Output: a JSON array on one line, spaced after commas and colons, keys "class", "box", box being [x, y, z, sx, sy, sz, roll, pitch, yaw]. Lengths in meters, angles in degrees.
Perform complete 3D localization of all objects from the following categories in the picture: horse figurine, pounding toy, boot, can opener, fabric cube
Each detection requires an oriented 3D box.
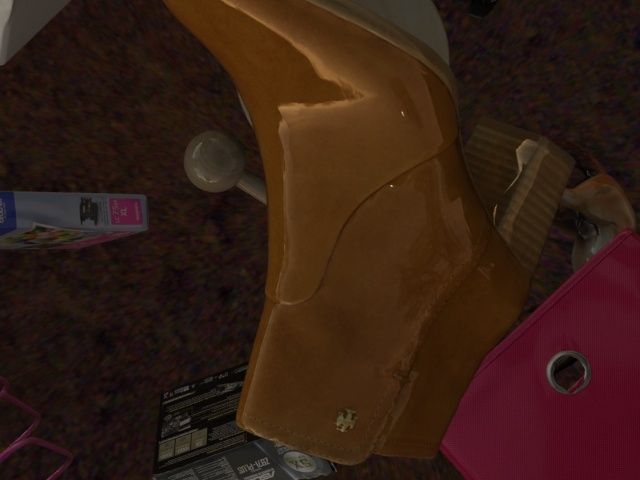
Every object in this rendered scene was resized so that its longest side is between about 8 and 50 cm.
[{"class": "horse figurine", "box": [0.238, 0.016, 1.114, 0.174, 0.066, 0.263, -14, 95, -21]}, {"class": "pounding toy", "box": [-0.003, -0.130, 1.034, 0.183, 0.110, 0.237, 26, 96, -16]}, {"class": "boot", "box": [0.000, 0.000, 0.617, 0.295, 0.104, 0.211, 27, 90, -35]}, {"class": "can opener", "box": [0.213, -0.361, 1.490, 0.073, 0.059, 0.186, 14, 136, -15]}, {"class": "fabric cube", "box": [0.288, 0.192, 1.058, 0.254, 0.259, 0.258, -44, 61, 4]}]

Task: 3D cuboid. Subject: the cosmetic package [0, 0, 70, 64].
[{"class": "cosmetic package", "box": [-0.200, -0.242, 0.874, 0.085, 0.231, 0.117, 27, 133, 3]}]

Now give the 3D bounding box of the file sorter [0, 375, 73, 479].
[{"class": "file sorter", "box": [-0.393, 0.311, 1.468, 0.182, 0.202, 0.290, -41, 72, -9]}]

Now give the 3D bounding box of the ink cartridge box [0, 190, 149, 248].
[{"class": "ink cartridge box", "box": [-0.420, -0.026, 1.686, 0.186, 0.311, 0.065, -13, 79, 43]}]

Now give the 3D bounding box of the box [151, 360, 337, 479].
[{"class": "box", "box": [-0.081, 0.206, 1.300, 0.180, 0.147, 0.077, -21, 119, 8]}]

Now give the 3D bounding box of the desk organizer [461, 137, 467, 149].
[{"class": "desk organizer", "box": [0.125, -0.133, 1.489, 0.130, 0.047, 0.050, 39, 80, -31]}]
